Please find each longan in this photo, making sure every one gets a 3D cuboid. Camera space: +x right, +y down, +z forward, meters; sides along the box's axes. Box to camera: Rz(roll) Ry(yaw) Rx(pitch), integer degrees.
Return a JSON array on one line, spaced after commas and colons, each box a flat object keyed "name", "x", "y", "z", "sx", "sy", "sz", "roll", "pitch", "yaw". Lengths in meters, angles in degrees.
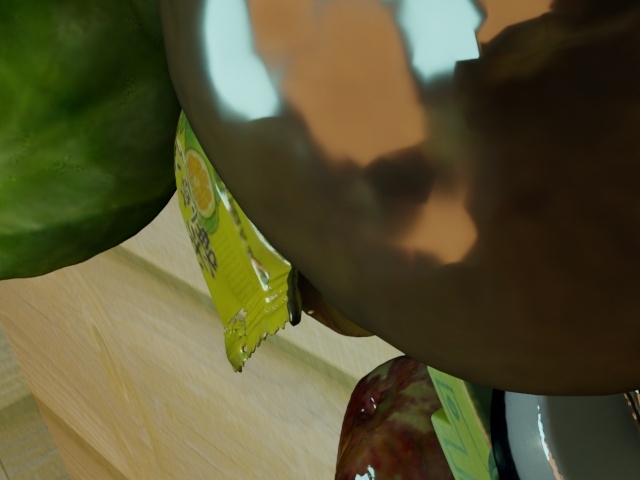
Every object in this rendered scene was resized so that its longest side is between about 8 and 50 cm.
[{"name": "longan", "x": 0.097, "y": -0.100, "z": 0.675, "sx": 0.319, "sy": 0.319, "sz": 0.319, "roll": 53, "pitch": 160, "yaw": 28}]

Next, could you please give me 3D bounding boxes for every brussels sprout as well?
[{"name": "brussels sprout", "x": -0.254, "y": -0.103, "z": 1.612, "sx": 0.281, "sy": 0.355, "sz": 0.289, "roll": 46, "pitch": -161, "yaw": -30}]

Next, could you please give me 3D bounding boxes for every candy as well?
[{"name": "candy", "x": -0.060, "y": -0.062, "z": 1.431, "sx": 0.187, "sy": 0.081, "sz": 0.297, "roll": 134, "pitch": 134, "yaw": -66}]

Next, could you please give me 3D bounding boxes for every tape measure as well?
[{"name": "tape measure", "x": 0.174, "y": 0.083, "z": 0.908, "sx": 0.182, "sy": 0.181, "sz": 0.107, "roll": 62, "pitch": 159, "yaw": 6}]

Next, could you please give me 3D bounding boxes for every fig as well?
[{"name": "fig", "x": 0.091, "y": 0.187, "z": 1.378, "sx": 0.160, "sy": 0.143, "sz": 0.230, "roll": -89, "pitch": -20, "yaw": -53}]

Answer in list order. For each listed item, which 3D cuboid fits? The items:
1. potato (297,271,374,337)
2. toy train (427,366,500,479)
[{"name": "potato", "x": 0.000, "y": 0.000, "z": 1.436, "sx": 0.100, "sy": 0.089, "sz": 0.172, "roll": 51, "pitch": 161, "yaw": 40}, {"name": "toy train", "x": 0.111, "y": 0.030, "z": 1.091, "sx": 0.368, "sy": 0.150, "sz": 0.237, "roll": 68, "pitch": 168, "yaw": -10}]
